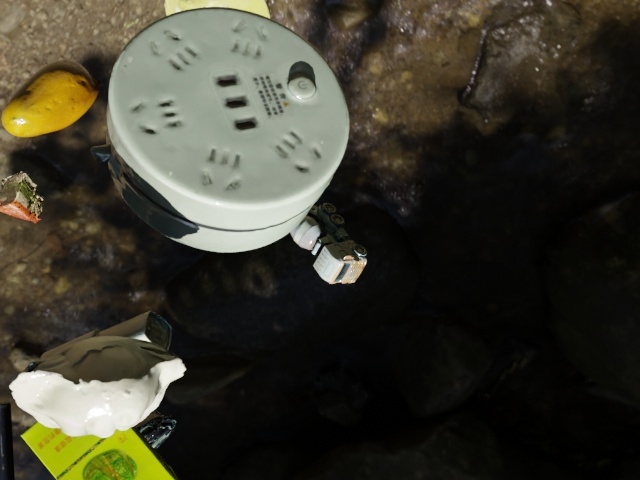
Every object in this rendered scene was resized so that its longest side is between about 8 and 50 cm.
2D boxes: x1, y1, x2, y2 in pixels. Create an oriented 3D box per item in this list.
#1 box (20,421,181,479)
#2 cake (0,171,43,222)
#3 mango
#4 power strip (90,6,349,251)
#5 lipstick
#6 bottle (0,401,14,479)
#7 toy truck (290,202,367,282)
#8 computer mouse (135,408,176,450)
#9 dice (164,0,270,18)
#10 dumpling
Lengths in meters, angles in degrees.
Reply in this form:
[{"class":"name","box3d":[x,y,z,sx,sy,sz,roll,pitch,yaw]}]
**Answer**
[{"class":"box","box3d":[-0.459,0.481,1.418,0.187,0.047,0.335,-41,86,-12]},{"class":"cake","box3d":[-0.751,-0.112,1.595,0.117,0.086,0.220,14,168,-6]},{"class":"mango","box3d":[-0.291,-0.149,0.707,0.080,0.114,0.060,-11,127,34]},{"class":"power strip","box3d":[-0.146,-0.159,0.955,0.357,0.357,0.161,9,155,-15]},{"class":"lipstick","box3d":[-0.374,0.197,1.141,0.253,0.077,0.079,-24,131,20]},{"class":"bottle","box3d":[-0.590,0.421,1.194,0.082,0.244,0.072,-6,167,-7]},{"class":"toy truck","box3d":[0.000,0.000,1.745,0.140,0.256,0.108,-5,138,-39]},{"class":"computer mouse","box3d":[-0.456,0.503,1.753,0.146,0.077,0.241,-41,164,-18]},{"class":"dice","box3d":[-0.215,-0.466,1.402,0.166,0.169,0.169,-31,134,-21]},{"class":"dumpling","box3d":[-0.246,0.174,0.741,0.188,0.108,0.127,-3,122,-31]}]
